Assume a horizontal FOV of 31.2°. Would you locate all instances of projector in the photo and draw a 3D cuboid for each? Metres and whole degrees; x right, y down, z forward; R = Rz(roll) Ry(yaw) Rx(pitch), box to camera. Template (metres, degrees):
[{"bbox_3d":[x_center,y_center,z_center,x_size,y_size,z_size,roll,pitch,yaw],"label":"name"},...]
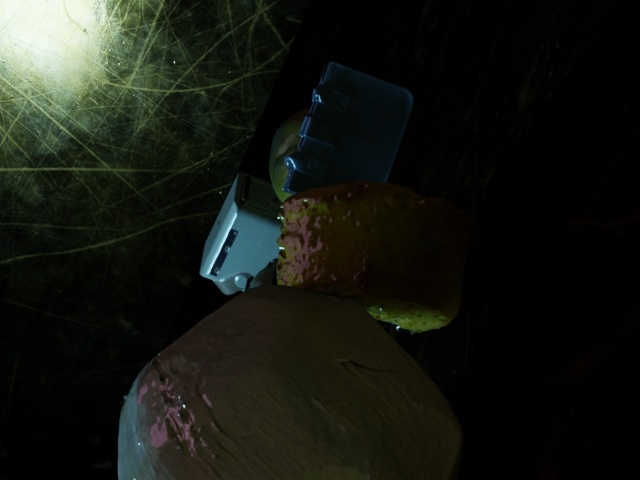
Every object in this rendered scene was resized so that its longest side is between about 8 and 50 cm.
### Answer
[{"bbox_3d":[-0.137,0.001,2.405,0.163,0.177,0.242,-86,21,-56],"label":"projector"}]

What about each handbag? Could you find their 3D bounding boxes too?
[{"bbox_3d":[-0.116,0.157,2.210,0.235,0.127,0.213,-69,5,-69],"label":"handbag"},{"bbox_3d":[0.041,-0.168,1.914,0.062,0.179,0.229,-159,87,-77],"label":"handbag"}]

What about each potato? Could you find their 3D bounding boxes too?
[{"bbox_3d":[-0.021,-0.153,2.245,0.169,0.143,0.248,-56,28,37],"label":"potato"}]

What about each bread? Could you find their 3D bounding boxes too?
[{"bbox_3d":[0.087,0.015,1.342,0.147,0.261,0.160,-6,68,52],"label":"bread"}]

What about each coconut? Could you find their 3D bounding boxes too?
[{"bbox_3d":[-0.025,0.248,1.217,0.346,0.360,0.346,-38,-15,-12],"label":"coconut"}]
